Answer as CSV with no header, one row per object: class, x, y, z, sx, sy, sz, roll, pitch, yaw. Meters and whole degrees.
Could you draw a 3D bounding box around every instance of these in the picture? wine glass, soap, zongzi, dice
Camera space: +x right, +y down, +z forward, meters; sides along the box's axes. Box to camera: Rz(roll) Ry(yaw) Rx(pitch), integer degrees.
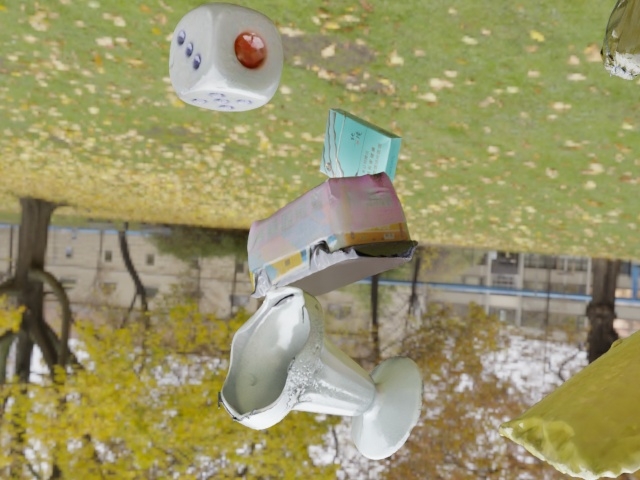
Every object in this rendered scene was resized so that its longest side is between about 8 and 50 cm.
wine glass,0.005,0.158,0.887,0.196,0.165,0.165,28,169,-29
soap,0.457,0.183,1.002,0.427,0.115,0.306,-31,178,-6
zongzi,0.700,-0.491,1.610,0.125,0.250,0.274,23,155,0
dice,-0.204,-0.392,1.673,0.194,0.193,0.192,5,176,-39

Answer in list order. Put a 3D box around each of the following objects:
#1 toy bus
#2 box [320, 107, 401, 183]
toy bus,0.000,0.000,1.435,0.171,0.162,0.386,0,165,-32
box,0.088,-0.200,1.805,0.041,0.162,0.229,-9,-150,-37
